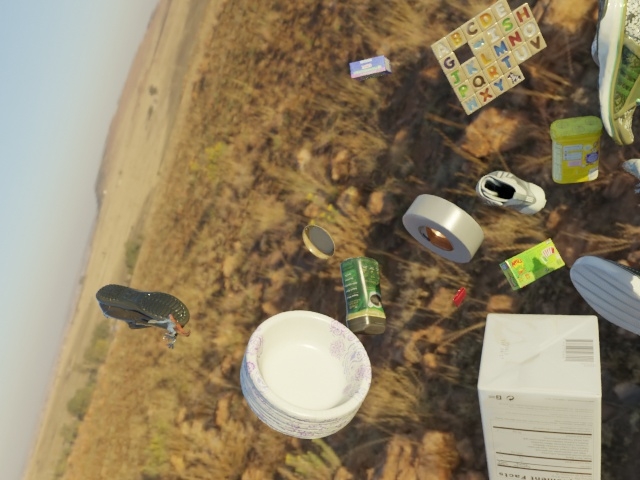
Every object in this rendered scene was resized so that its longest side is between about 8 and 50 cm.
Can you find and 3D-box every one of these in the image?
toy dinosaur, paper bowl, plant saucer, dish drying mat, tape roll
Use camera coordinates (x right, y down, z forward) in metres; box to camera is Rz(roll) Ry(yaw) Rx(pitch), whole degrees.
[{"bbox_3d":[-0.272,0.165,1.261,0.082,0.090,0.047,-88,-12,-58],"label":"toy dinosaur"},{"bbox_3d":[-0.040,0.310,1.523,0.284,0.284,0.148,-92,18,-45],"label":"paper bowl"},{"bbox_3d":[0.000,0.000,1.421,0.015,0.083,0.083,-41,-6,-39],"label":"plant saucer"},{"bbox_3d":[0.255,0.104,1.241,0.032,0.008,0.083,-55,-18,-2],"label":"dish drying mat"},{"bbox_3d":[0.336,-0.031,1.861,0.072,0.219,0.219,-53,14,-14],"label":"tape roll"}]

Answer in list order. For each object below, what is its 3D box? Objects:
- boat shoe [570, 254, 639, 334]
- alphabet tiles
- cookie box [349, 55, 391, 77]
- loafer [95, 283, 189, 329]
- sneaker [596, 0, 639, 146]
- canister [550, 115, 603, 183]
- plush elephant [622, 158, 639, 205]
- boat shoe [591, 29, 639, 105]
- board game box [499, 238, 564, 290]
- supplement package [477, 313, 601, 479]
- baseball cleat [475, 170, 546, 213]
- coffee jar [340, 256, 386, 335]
[{"bbox_3d":[0.646,0.117,1.300,0.119,0.335,0.121,-50,-13,-30],"label":"boat shoe"},{"bbox_3d":[0.405,-0.439,1.590,0.237,0.198,0.009,-32,26,8],"label":"alphabet tiles"},{"bbox_3d":[0.130,-0.444,1.750,0.107,0.092,0.040,-30,-69,-73],"label":"cookie box"},{"bbox_3d":[-0.387,0.157,1.492,0.080,0.220,0.078,-54,-25,-53],"label":"loafer"},{"bbox_3d":[0.748,-0.398,1.585,0.158,0.182,0.410,-64,-36,-42],"label":"sneaker"},{"bbox_3d":[0.678,-0.237,1.800,0.073,0.126,0.170,-81,-19,-43],"label":"canister"},{"bbox_3d":[0.612,-0.102,1.008,0.330,0.272,0.255,-54,4,37],"label":"plush elephant"},{"bbox_3d":[0.871,-0.503,1.953,0.109,0.302,0.094,-3,61,40],"label":"boat shoe"},{"bbox_3d":[0.651,0.074,2.083,0.092,0.181,0.043,63,159,9],"label":"board game box"},{"bbox_3d":[0.366,0.286,1.111,0.177,0.175,0.292,-65,-33,-50],"label":"supplement package"},{"bbox_3d":[0.324,-0.100,1.246,0.206,0.110,0.072,-152,79,-70],"label":"baseball cleat"},{"bbox_3d":[0.103,0.137,1.631,0.079,0.096,0.184,-22,64,38],"label":"coffee jar"}]
